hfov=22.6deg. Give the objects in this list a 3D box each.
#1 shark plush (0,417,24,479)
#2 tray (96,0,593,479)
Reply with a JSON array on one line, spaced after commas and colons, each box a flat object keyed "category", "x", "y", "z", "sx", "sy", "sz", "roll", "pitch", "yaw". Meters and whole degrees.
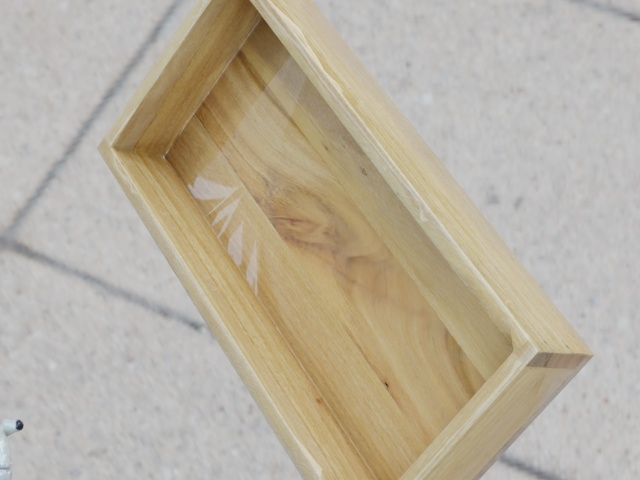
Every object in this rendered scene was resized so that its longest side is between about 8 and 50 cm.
[{"category": "shark plush", "x": -0.432, "y": 0.249, "z": 1.995, "sx": 0.161, "sy": 0.067, "sz": 0.073, "roll": 18, "pitch": 33, "yaw": 42}, {"category": "tray", "x": 0.000, "y": 0.000, "z": 1.157, "sx": 0.203, "sy": 0.076, "sz": 0.411, "roll": -52, "pitch": 54, "yaw": 25}]
